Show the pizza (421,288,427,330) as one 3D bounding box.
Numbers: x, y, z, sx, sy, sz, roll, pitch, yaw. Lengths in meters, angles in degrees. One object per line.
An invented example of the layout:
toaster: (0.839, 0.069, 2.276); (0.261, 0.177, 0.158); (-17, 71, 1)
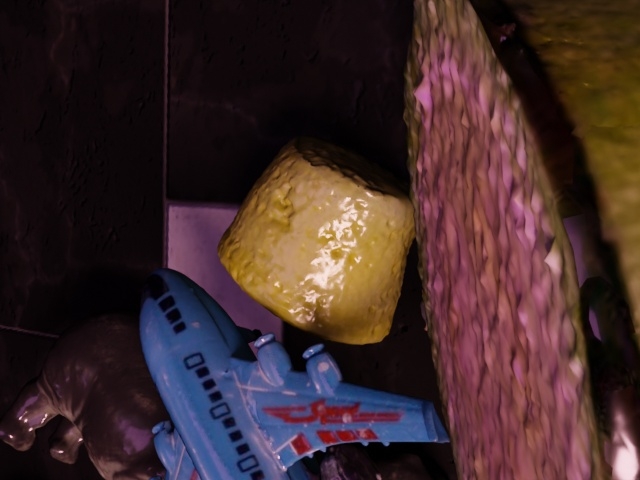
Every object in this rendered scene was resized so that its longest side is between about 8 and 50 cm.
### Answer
pizza: (0.136, 0.101, 0.651); (0.185, 0.052, 0.195); (-5, 90, 41)

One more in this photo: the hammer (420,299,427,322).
hammer: (0.085, -0.041, 0.678); (0.062, 0.017, 0.182); (-17, 69, 39)

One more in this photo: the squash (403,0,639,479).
squash: (0.213, 0.013, 0.471); (0.309, 0.310, 0.310); (-9, 86, -6)

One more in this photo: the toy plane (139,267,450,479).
toy plane: (-0.039, 0.130, 0.650); (0.254, 0.105, 0.271); (-41, 55, 27)

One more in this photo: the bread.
bread: (0.000, 0.000, 0.720); (0.129, 0.111, 0.114); (32, 103, 27)

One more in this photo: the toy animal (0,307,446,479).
toy animal: (-0.077, 0.171, 0.778); (0.343, 0.106, 0.168); (23, 84, 31)
